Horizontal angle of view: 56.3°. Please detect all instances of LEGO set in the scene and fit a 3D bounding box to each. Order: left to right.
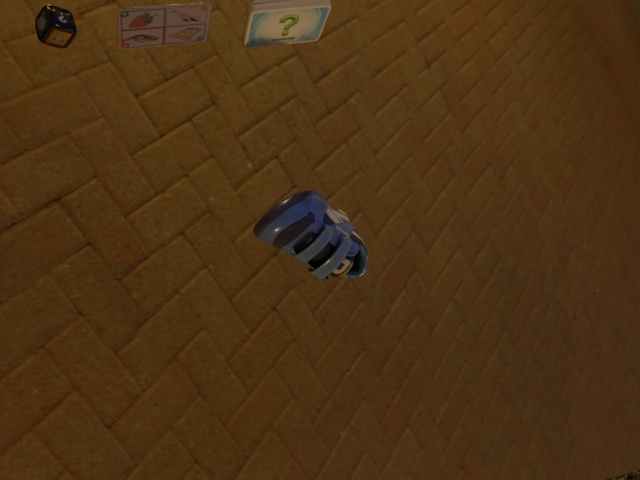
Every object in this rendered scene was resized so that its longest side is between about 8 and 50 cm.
[{"bbox_3d":[-0.083,-0.187,0.442,0.244,0.182,0.060,-13,73,-22],"label":"LEGO set"}]

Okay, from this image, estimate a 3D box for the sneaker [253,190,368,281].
[{"bbox_3d":[0.000,0.000,0.497,0.059,0.053,0.144,59,21,22],"label":"sneaker"}]

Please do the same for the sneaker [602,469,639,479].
[{"bbox_3d":[0.262,0.288,0.517,0.344,0.134,0.146,-7,62,-24],"label":"sneaker"}]
